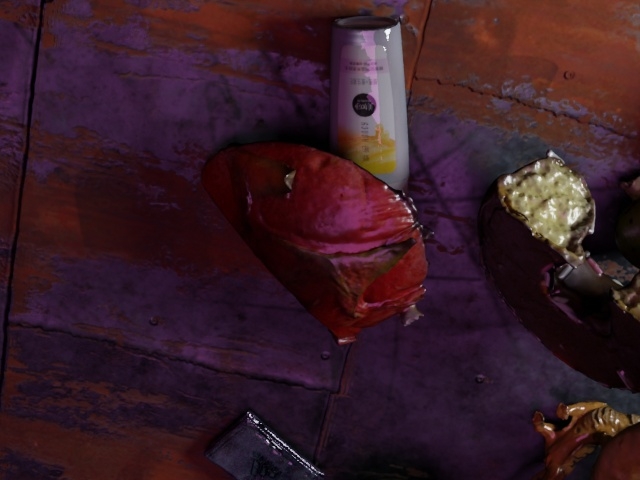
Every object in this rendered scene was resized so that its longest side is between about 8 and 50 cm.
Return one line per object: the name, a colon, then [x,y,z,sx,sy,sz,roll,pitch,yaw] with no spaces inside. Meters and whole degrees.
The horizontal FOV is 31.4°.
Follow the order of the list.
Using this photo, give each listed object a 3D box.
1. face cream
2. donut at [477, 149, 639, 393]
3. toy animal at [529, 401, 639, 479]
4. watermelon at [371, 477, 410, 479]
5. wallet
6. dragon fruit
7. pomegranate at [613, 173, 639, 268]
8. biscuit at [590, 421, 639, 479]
face cream: [0.064,-0.156,1.500,0.107,0.073,0.269,6,117,15]
donut: [0.357,0.060,1.487,0.345,0.136,0.259,41,158,22]
toy animal: [0.361,0.322,1.706,0.255,0.114,0.116,-43,144,24]
watermelon: [0.113,0.463,1.716,0.212,0.212,0.212,1,115,3]
wallet: [-0.088,0.346,1.770,0.166,0.030,0.111,42,116,-13]
dragon fruit: [0.000,0.000,1.519,0.282,0.100,0.343,-29,108,38]
pomegranate: [0.454,-0.020,1.523,0.130,0.130,0.130,1,115,3]
biscuit: [0.590,0.358,1.568,0.429,0.104,0.446,5,146,13]
